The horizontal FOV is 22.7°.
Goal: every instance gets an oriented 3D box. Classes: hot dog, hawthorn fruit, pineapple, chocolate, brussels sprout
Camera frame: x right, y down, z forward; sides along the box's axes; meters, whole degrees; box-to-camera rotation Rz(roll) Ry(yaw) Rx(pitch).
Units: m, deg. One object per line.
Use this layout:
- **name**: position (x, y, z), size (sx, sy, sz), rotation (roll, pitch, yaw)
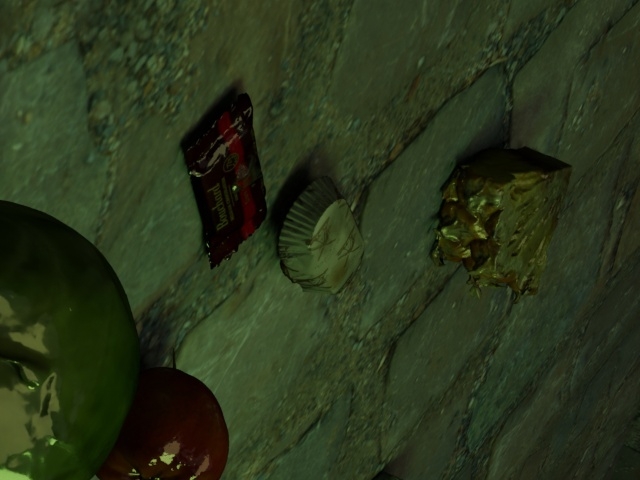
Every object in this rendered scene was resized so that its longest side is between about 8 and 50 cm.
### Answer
- **hot dog**: position (0.000, 0.000, 1.555), size (0.099, 0.053, 0.192), rotation (-55, 161, -7)
- **hawthorn fruit**: position (-0.132, 0.170, 1.393), size (0.140, 0.125, 0.125), rotation (-40, 152, -36)
- **pineapple**: position (0.221, -0.031, 1.921), size (0.186, 0.114, 0.236), rotation (-50, 154, -21)
- **chocolate**: position (-0.076, -0.047, 1.356), size (0.086, 0.028, 0.182), rotation (-45, 157, -25)
- **brussels sprout**: position (-0.223, 0.076, 0.965), size (0.244, 0.244, 0.244), rotation (-47, 156, -29)

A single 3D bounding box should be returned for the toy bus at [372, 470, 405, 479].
- **toy bus**: position (0.085, 0.471, 2.302), size (0.138, 0.112, 0.317), rotation (-55, 162, -39)
